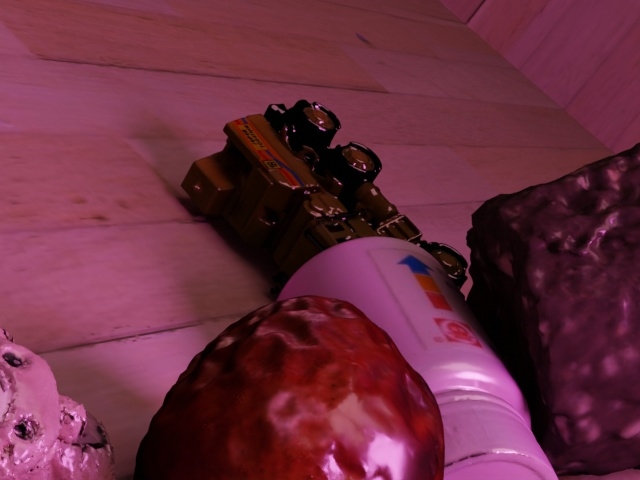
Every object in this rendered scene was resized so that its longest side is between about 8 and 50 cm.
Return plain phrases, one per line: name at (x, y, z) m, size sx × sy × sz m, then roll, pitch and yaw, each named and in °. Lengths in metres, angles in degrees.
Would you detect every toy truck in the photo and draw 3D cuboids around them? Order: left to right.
toy truck at (0.004, 0.001, 1.529) m, size 0.257 × 0.127 × 0.127 m, roll 47°, pitch 33°, yaw 23°

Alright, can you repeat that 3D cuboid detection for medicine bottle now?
medicine bottle at (0.064, 0.120, 1.276) m, size 0.152 × 0.152 × 0.254 m, roll 27°, pitch 21°, yaw -33°

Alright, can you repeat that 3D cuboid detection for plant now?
plant at (0.274, 0.046, 1.331) m, size 0.312 × 0.215 × 0.213 m, roll -8°, pitch 41°, yaw -12°

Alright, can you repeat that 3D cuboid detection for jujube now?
jujube at (-0.018, 0.124, 1.040) m, size 0.183 × 0.183 × 0.243 m, roll 35°, pitch 14°, yaw -11°

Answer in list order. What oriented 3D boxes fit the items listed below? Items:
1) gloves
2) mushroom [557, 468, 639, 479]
gloves at (-0.169, 0.103, 0.950) m, size 0.110 × 0.094 × 0.144 m, roll 59°, pitch 15°, yaw 22°
mushroom at (0.283, 0.282, 1.378) m, size 0.212 × 0.217 × 0.292 m, roll -30°, pitch 44°, yaw -25°
